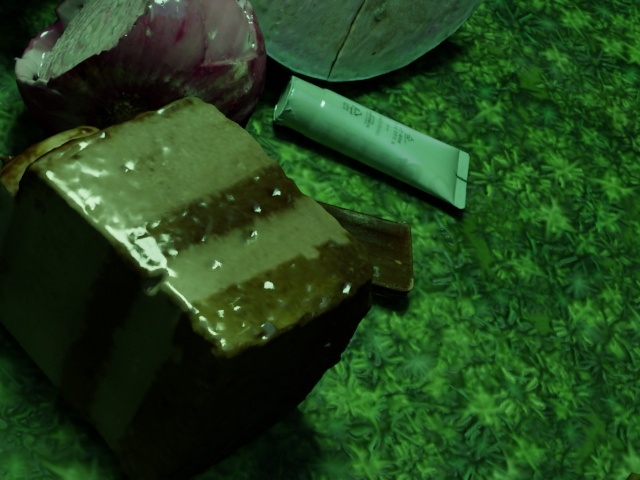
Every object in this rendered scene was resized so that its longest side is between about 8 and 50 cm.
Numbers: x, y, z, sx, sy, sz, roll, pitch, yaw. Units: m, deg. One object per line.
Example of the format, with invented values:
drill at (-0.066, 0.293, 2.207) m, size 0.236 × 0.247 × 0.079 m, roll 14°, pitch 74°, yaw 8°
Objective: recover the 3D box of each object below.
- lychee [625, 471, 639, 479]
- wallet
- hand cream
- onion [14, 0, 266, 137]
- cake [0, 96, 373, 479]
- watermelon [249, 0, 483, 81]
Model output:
lychee at (0.297, 0.288, 1.180) m, size 0.269 × 0.320 × 0.270 m, roll -4°, pitch 59°, yaw 7°
wallet at (0.000, 0.000, 1.421) m, size 0.176 × 0.026 × 0.095 m, roll 15°, pitch 43°, yaw -17°
hand cream at (0.054, -0.097, 1.514) m, size 0.204 × 0.050 × 0.078 m, roll 24°, pitch 44°, yaw -14°
onion at (-0.143, -0.141, 1.342) m, size 0.207 × 0.200 × 0.201 m, roll -40°, pitch 73°, yaw 1°
cake at (-0.131, 0.022, 1.230) m, size 0.293 × 0.196 × 0.198 m, roll 44°, pitch 45°, yaw 16°
watermelon at (-0.024, -0.308, 1.540) m, size 0.319 × 0.292 × 0.222 m, roll -36°, pitch 53°, yaw -20°
